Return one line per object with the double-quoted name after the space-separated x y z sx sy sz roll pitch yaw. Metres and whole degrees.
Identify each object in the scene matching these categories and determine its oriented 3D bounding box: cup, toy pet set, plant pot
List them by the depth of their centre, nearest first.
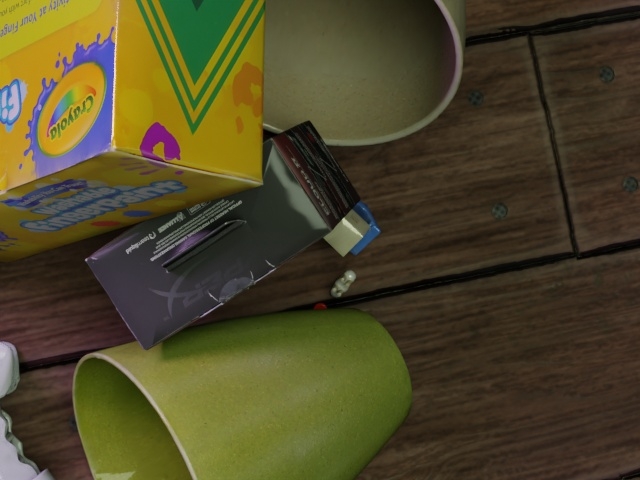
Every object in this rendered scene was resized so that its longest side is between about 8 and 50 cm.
-0.060 0.188 1.580 0.293 0.275 0.275 -23 91 -29 "plant pot"
0.011 -0.294 1.614 0.331 0.331 0.237 25 55 -10 "cup"
0.000 0.000 1.703 0.122 0.065 0.114 44 113 -3 "toy pet set"

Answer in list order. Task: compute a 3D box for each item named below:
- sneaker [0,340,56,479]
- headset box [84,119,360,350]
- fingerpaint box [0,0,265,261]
-0.319 0.221 1.558 0.366 0.137 0.210 26 83 -6 "sneaker"
-0.090 -0.011 1.521 0.218 0.293 0.110 -33 93 11 "headset box"
-0.238 -0.198 1.429 0.163 0.445 0.371 11 73 -38 "fingerpaint box"
